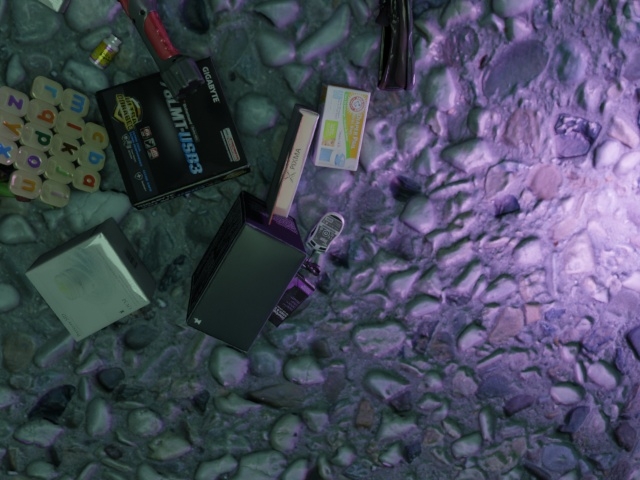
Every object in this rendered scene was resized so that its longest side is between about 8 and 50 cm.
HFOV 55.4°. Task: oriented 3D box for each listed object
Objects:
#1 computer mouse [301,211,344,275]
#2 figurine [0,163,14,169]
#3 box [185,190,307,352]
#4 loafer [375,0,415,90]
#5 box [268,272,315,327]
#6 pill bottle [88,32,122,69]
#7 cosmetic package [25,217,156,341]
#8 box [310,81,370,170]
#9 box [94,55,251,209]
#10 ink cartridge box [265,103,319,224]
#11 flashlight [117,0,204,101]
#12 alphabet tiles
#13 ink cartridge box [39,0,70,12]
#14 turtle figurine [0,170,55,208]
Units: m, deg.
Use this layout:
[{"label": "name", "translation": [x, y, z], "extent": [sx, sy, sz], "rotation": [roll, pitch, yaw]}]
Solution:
[{"label": "computer mouse", "translation": [0.000, 0.000, 1.690], "extent": [0.106, 0.042, 0.193], "rotation": [31, 107, -12]}, {"label": "figurine", "translation": [-0.836, -0.231, 1.379], "extent": [0.209, 0.215, 0.092], "rotation": [-18, 148, -31]}, {"label": "box", "translation": [-0.192, 0.071, 1.551], "extent": [0.182, 0.294, 0.296], "rotation": [28, 103, -16]}, {"label": "loafer", "translation": [0.177, -0.519, 1.507], "extent": [0.095, 0.109, 0.303], "rotation": [-8, 113, -1]}, {"label": "box", "translation": [-0.110, 0.156, 1.732], "extent": [0.116, 0.029, 0.162], "rotation": [41, 100, -18]}, {"label": "pill bottle", "translation": [-0.512, -0.453, 1.459], "extent": [0.043, 0.043, 0.083], "rotation": [39, 99, -18]}, {"label": "cosmetic package", "translation": [-0.590, 0.101, 1.588], "extent": [0.224, 0.138, 0.224], "rotation": [-28, 110, 3]}, {"label": "box", "translation": [0.048, -0.293, 1.562], "extent": [0.114, 0.103, 0.203], "rotation": [6, 108, -10]}, {"label": "box", "translation": [-0.351, -0.258, 1.464], "extent": [0.293, 0.073, 0.296], "rotation": [-19, 84, -4]}, {"label": "ink cartridge box", "translation": [-0.069, -0.188, 1.509], "extent": [0.060, 0.239, 0.275], "rotation": [15, 106, -13]}, {"label": "flashlight", "translation": [-0.368, -0.481, 1.394], "extent": [0.103, 0.103, 0.304], "rotation": [-31, 90, -7]}, {"label": "alphabet tiles", "translation": [-0.632, -0.229, 1.426], "extent": [0.277, 0.021, 0.284], "rotation": [19, 74, -48]}, {"label": "ink cartridge box", "translation": [-0.596, -0.624, 1.380], "extent": [0.104, 0.060, 0.180], "rotation": [30, 102, -16]}, {"label": "turtle figurine", "translation": [-0.778, -0.075, 1.470], "extent": [0.266, 0.198, 0.275], "rotation": [-1, 65, -16]}]
